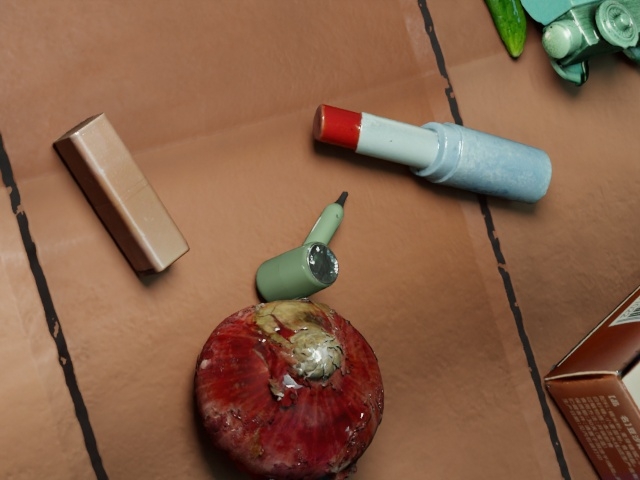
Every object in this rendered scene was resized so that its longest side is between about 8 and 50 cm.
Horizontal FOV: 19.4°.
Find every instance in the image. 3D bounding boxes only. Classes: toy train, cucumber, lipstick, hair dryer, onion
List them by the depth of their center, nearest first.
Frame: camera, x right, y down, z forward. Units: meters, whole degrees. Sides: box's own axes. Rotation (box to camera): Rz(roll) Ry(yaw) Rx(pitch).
[{"bbox_3d":[-0.175,-0.040,1.663,0.045,0.045,0.145,-38,104,-30],"label":"lipstick"},{"bbox_3d":[-0.018,0.131,1.680,0.184,0.147,0.184,8,68,-21],"label":"onion"},{"bbox_3d":[0.000,0.000,1.769,0.047,0.071,0.150,51,43,-18],"label":"hair dryer"},{"bbox_3d":[0.105,-0.090,1.842,0.274,0.068,0.061,12,82,-33],"label":"lipstick"},{"bbox_3d":[0.179,-0.271,1.943,0.039,0.039,0.168,-31,102,-33],"label":"cucumber"},{"bbox_3d":[0.303,-0.260,1.979,0.248,0.101,0.159,-17,80,-45],"label":"toy train"}]

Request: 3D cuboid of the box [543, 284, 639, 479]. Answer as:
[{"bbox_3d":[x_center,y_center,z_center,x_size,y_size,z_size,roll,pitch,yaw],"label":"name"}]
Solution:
[{"bbox_3d":[0.463,0.202,1.997,0.344,0.122,0.385,-39,104,-32],"label":"box"}]
